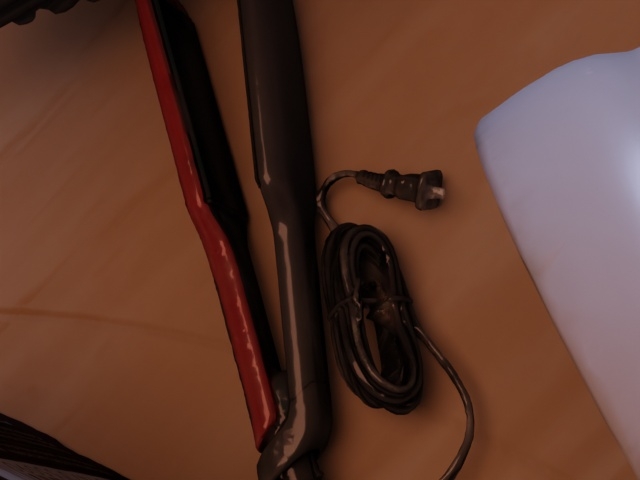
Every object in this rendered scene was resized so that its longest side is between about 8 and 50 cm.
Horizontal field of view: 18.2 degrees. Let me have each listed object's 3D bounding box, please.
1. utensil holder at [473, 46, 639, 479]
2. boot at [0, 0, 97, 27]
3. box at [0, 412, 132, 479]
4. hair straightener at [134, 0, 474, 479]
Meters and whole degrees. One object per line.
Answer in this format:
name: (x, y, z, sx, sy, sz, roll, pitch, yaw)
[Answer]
utensil holder: (0.281, 0.010, 0.424, 0.385, 0.327, 0.328, -32, 69, 9)
boot: (-0.112, -0.317, 0.699, 0.367, 0.146, 0.445, -22, 73, -13)
box: (-0.129, 0.161, 0.625, 0.167, 0.168, 0.203, 23, 87, 23)
hair straightener: (0.000, 0.000, 0.674, 0.089, 0.047, 0.230, -19, 67, 16)
